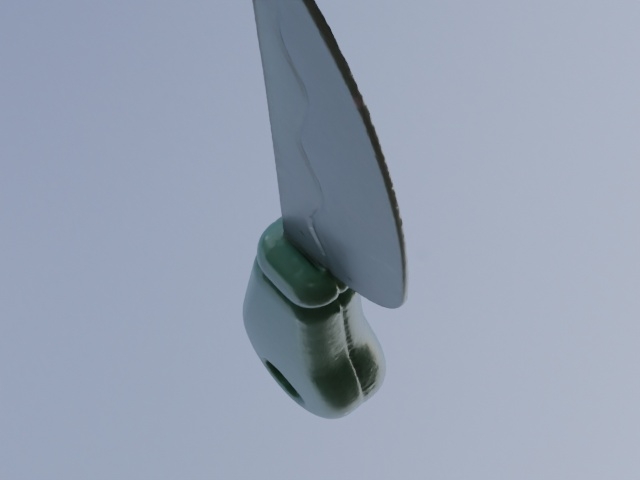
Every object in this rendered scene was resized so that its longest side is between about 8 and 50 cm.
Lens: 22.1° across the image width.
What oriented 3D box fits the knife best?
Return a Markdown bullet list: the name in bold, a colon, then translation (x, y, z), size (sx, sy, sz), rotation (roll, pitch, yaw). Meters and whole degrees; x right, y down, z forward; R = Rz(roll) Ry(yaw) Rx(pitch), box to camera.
- **knife**: translation (0.001, 0.001, 0.494), size (0.035, 0.063, 0.260), rotation (-39, -17, -15)
